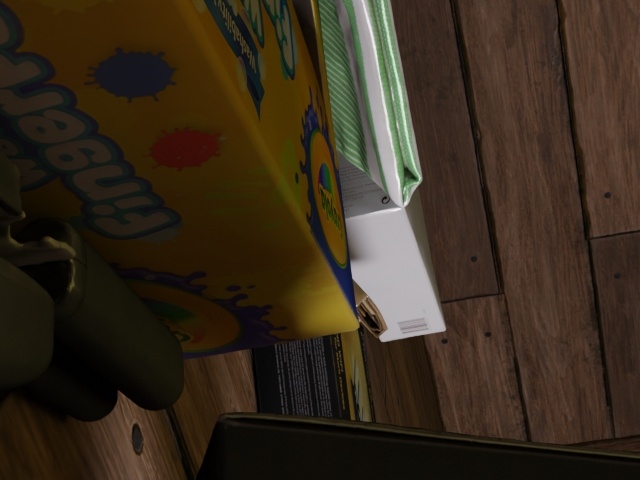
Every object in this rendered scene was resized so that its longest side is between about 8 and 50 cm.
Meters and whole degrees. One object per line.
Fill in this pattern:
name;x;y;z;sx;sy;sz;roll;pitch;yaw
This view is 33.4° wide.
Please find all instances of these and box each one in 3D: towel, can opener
towel;-0.033;-0.187;0.910;0.325;0.038;0.247;40;-25;45
can opener;-0.127;0.043;0.446;0.283;0.076;0.095;65;15;-64

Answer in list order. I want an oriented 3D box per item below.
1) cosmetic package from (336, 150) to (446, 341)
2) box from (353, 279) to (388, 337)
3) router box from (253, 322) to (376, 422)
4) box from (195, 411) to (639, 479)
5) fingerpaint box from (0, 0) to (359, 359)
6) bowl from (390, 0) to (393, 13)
cosmetic package;0.062;-0.074;1.274;0.377;0.098;0.284;62;20;-62
box;-0.013;0.005;1.049;0.201;0.021;0.164;47;-2;17
router box;0.008;0.219;1.085;0.243;0.081;0.308;52;29;-72
box;0.016;0.288;0.370;0.312;0.179;0.343;113;-20;-47
fingerpaint box;-0.111;-0.185;0.517;0.445;0.163;0.371;62;19;-62
bowl;0.007;-0.379;1.492;0.311;0.163;0.311;-10;90;-82
